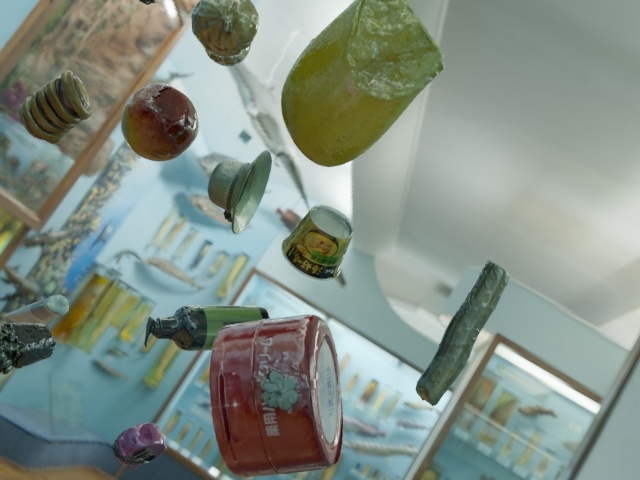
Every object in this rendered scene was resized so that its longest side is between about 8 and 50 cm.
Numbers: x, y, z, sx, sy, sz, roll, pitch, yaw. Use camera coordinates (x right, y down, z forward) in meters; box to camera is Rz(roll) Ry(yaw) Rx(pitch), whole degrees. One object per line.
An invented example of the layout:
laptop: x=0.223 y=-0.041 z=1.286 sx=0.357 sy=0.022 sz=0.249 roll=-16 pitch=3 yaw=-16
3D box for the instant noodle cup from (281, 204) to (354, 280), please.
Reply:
instant noodle cup: x=0.000 y=0.000 z=1.879 sx=0.151 sy=0.151 sz=0.122 roll=32 pitch=-55 yaw=5

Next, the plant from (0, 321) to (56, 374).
plant: x=-0.591 y=0.205 z=1.601 sx=0.094 sy=0.143 sz=0.092 roll=-50 pitch=-118 yaw=40

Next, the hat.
hat: x=-0.247 y=-0.158 z=2.350 sx=0.130 sy=0.257 sz=0.257 roll=22 pitch=-13 yaw=10

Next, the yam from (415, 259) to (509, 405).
yam: x=0.290 y=0.188 z=1.679 sx=0.067 sy=0.317 sz=0.071 roll=33 pitch=-8 yaw=-11

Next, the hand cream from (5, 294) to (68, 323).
hand cream: x=-0.667 y=0.171 z=1.953 sx=0.079 sy=0.048 sz=0.255 roll=35 pitch=-34 yaw=-27

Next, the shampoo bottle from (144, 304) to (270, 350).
shampoo bottle: x=-0.252 y=0.194 z=1.835 sx=0.283 sy=0.101 sz=0.101 roll=4 pitch=7 yaw=-33

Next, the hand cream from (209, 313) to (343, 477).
hand cream: x=-0.055 y=0.220 z=1.178 sx=0.149 sy=0.230 sz=0.230 roll=-7 pitch=-21 yaw=9

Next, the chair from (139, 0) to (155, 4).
chair: x=-0.381 y=-0.553 z=1.811 sx=0.037 sy=0.042 sz=0.086 roll=1 pitch=39 yaw=-20

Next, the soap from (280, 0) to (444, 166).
soap: x=0.069 y=-0.368 z=1.927 sx=0.115 sy=0.427 sz=0.306 roll=-9 pitch=59 yaw=-56

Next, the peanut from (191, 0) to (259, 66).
peanut: x=-0.230 y=-0.507 z=1.976 sx=0.159 sy=0.143 sz=0.291 roll=37 pitch=-5 yaw=-8

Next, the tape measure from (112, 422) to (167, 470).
tape measure: x=-0.427 y=0.490 z=1.969 sx=0.074 sy=0.118 sz=0.125 roll=63 pitch=1 yaw=29

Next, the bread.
bread: x=-0.676 y=-0.332 z=2.098 sx=0.225 sy=0.081 sz=0.134 roll=-27 pitch=-81 yaw=33

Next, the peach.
peach: x=-0.472 y=-0.345 z=2.428 sx=0.231 sy=0.231 sz=0.231 roll=32 pitch=-11 yaw=7
